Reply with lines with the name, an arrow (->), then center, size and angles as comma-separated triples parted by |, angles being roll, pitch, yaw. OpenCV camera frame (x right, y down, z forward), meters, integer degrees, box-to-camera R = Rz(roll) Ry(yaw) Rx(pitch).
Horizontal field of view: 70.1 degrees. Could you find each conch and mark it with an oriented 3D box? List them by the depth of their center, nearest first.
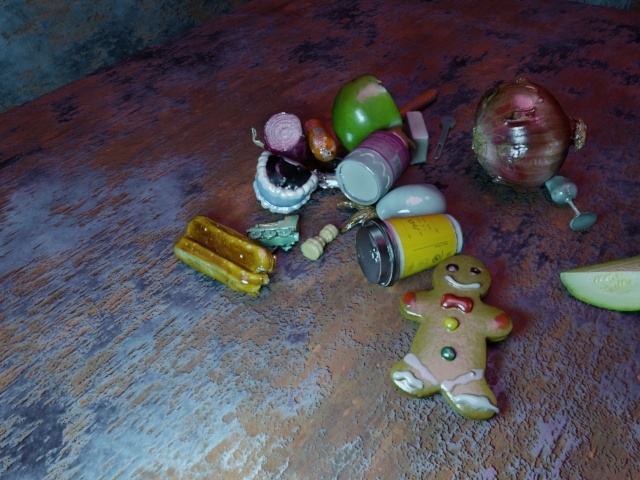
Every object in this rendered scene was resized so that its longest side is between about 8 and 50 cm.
conch -> 0.286, -0.116, 1.426 | 0.221, 0.121, 0.185 | -8, 20, -16

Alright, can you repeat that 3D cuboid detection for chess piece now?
chess piece -> 0.000, 0.000, 1.393 | 0.066, 0.066, 0.122 | 23, 48, 25

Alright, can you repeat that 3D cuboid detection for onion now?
onion -> 0.628, -0.334, 1.450 | 0.354, 0.353, 0.353 | -3, 46, 3
onion -> -0.124, -0.338, 1.647 | 0.201, 0.200, 0.207 | -29, 54, -21

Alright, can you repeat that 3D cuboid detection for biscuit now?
biscuit -> 0.327, 0.200, 1.131 | 0.283, 0.064, 0.432 | 14, 56, 19

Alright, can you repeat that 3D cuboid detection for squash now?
squash -> 0.801, 0.122, 1.152 | 0.289, 0.111, 0.203 | -11, 12, -10

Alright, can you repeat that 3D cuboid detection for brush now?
brush -> 0.469, -0.391, 1.750 | 0.062, 0.027, 0.266 | 13, 53, 18

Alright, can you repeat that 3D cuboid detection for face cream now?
face cream -> 0.168, -0.233, 1.459 | 0.175, 0.175, 0.195 | 24, 50, 26

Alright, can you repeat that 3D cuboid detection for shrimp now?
shrimp -> 0.082, -0.240, 1.608 | 0.289, 0.075, 0.178 | -2, 40, 4

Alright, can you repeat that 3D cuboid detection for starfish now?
starfish -> 0.162, -0.083, 1.459 | 0.238, 0.057, 0.213 | -32, 59, -22

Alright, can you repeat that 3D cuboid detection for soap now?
soap -> 0.352, -0.378, 1.678 | 0.064, 0.121, 0.183 | -3, 45, 2

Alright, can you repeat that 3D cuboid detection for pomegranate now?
pomegranate -> 0.170, -0.397, 1.618 | 0.216, 0.310, 0.358 | -30, 67, 1

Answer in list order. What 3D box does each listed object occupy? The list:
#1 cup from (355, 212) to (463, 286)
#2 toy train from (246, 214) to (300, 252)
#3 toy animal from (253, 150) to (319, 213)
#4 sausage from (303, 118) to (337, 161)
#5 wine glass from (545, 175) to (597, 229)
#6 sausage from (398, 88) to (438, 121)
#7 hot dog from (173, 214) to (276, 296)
cup -> 0.246, 0.013, 1.278 | 0.280, 0.196, 0.196 | -14, 46, -18
toy train -> -0.149, -0.019, 1.423 | 0.176, 0.074, 0.118 | -6, 36, 7
toy animal -> -0.125, -0.177, 1.488 | 0.208, 0.204, 0.156 | 26, 66, -4
sausage -> 0.000, -0.359, 1.657 | 0.093, 0.093, 0.312 | -10, 30, -4
wine glass -> 0.776, -0.126, 1.422 | 0.079, 0.079, 0.195 | -6, 47, 0
sausage -> 0.379, -0.548, 1.885 | 0.348, 0.053, 0.053 | -37, 53, -26
hot dog -> -0.278, 0.044, 1.338 | 0.349, 0.117, 0.158 | 23, 72, 28
